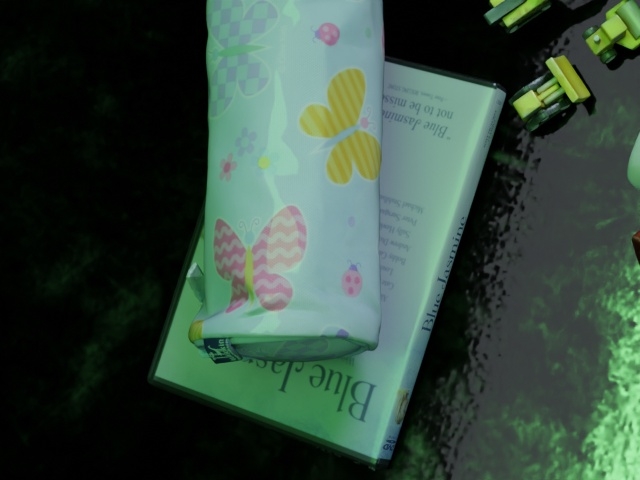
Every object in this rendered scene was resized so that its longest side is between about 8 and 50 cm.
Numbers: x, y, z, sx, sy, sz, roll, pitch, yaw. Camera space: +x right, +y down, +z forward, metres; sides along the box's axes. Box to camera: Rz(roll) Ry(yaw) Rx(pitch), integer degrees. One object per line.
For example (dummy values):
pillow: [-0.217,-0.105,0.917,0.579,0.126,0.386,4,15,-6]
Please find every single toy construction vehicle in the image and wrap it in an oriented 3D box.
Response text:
toy construction vehicle: [0.144,-0.127,1.016,0.098,0.035,0.086,-32,79,15]

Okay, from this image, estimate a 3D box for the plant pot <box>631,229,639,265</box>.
plant pot: [0.330,0.040,0.754,0.236,0.267,0.267,-45,65,-1]

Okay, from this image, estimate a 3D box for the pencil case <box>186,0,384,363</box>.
pencil case: [-0.020,-0.058,1.023,0.124,0.113,0.273,-9,76,51]

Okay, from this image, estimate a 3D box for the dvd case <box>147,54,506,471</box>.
dvd case: [0.000,0.000,1.077,0.180,0.022,0.253,17,89,27]

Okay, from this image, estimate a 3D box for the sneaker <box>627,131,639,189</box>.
sneaker: [0.239,-0.071,0.958,0.070,0.051,0.134,42,96,30]
